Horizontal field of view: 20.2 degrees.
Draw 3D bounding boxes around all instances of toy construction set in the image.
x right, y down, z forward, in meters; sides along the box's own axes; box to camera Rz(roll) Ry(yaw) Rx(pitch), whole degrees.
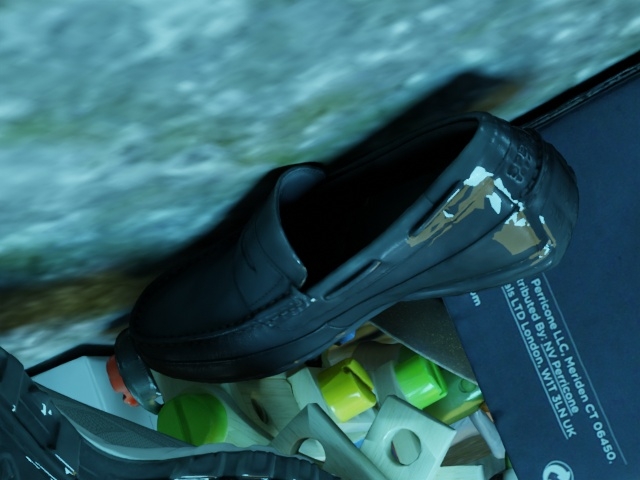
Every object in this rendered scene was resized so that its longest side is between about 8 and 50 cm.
[{"bbox_3d":[0.005,0.123,0.918,0.151,0.215,0.327,-26,167,2],"label":"toy construction set"}]

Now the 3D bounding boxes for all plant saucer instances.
[{"bbox_3d":[0.088,0.048,0.960,0.029,0.168,0.168,-63,157,9],"label":"plant saucer"}]

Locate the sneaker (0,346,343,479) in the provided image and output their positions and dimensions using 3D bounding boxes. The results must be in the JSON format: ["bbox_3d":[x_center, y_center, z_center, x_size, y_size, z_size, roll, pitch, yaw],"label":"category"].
[{"bbox_3d":[-0.116,0.101,0.701,0.271,0.100,0.108,24,163,-25],"label":"sneaker"}]

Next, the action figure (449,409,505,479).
[{"bbox_3d":[0.241,0.149,1.559,0.330,0.178,0.341,-8,162,-16],"label":"action figure"}]

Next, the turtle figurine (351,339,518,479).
[{"bbox_3d":[0.132,0.133,1.149,0.266,0.197,0.274,-10,137,36],"label":"turtle figurine"}]

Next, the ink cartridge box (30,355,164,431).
[{"bbox_3d":[-0.122,0.142,0.995,0.128,0.127,0.176,-23,168,17],"label":"ink cartridge box"}]

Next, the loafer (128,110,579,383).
[{"bbox_3d":[0.000,0.000,0.753,0.223,0.076,0.078,-21,134,32],"label":"loafer"}]

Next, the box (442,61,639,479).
[{"bbox_3d":[0.252,-0.009,0.860,0.294,0.182,0.296,-30,166,30],"label":"box"}]
